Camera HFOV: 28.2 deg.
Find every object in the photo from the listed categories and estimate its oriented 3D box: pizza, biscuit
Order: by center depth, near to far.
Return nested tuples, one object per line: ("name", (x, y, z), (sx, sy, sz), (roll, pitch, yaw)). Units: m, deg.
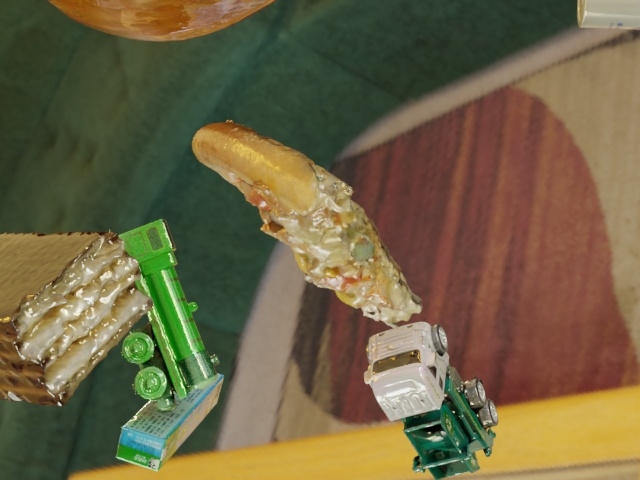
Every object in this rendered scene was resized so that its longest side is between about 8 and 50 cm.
("pizza", (0.000, 0.000, 0.830), (0.052, 0.195, 0.185), (-49, 32, -6))
("biscuit", (-0.231, 0.048, 0.870), (0.252, 0.070, 0.106), (-2, 34, 38))

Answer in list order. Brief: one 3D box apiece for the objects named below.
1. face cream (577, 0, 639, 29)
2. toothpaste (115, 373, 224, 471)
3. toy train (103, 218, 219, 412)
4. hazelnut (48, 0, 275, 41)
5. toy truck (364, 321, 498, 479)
("face cream", (0.483, -0.326, 1.750), (0.077, 0.250, 0.077), (1, -90, -87))
("toothpaste", (-0.206, 0.241, 1.776), (0.267, 0.065, 0.050), (-46, -27, -72))
("toy train", (-0.219, 0.098, 1.684), (0.085, 0.119, 0.251), (146, 102, -84))
("hazelnut", (-0.129, -0.339, 1.151), (0.372, 0.372, 0.315), (-102, 3, -48))
("toy truck", (0.136, 0.208, 1.550), (0.110, 0.216, 0.116), (-18, 35, 20))
